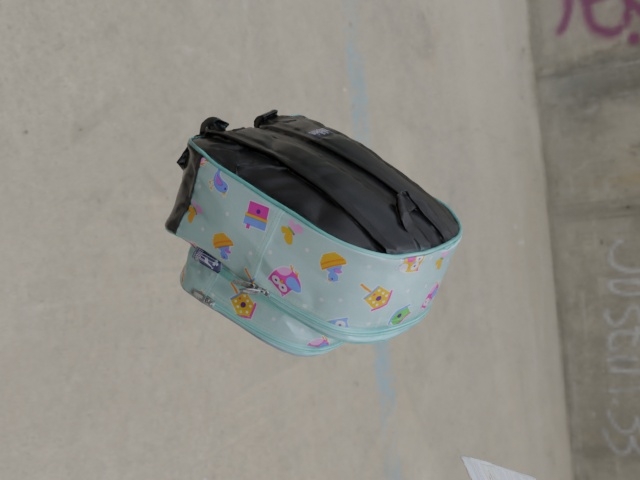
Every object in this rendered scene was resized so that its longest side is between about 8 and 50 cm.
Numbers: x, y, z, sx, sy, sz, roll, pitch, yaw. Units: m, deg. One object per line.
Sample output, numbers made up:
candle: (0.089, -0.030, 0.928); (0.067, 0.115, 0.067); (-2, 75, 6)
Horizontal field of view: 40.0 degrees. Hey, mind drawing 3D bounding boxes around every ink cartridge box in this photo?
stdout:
ink cartridge box: (0.190, 0.291, 0.845); (0.179, 0.045, 0.145); (27, 32, -48)

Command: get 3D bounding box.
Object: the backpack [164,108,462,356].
backpack: (0.000, 0.000, 0.638); (0.166, 0.188, 0.144); (-18, 127, -56)
